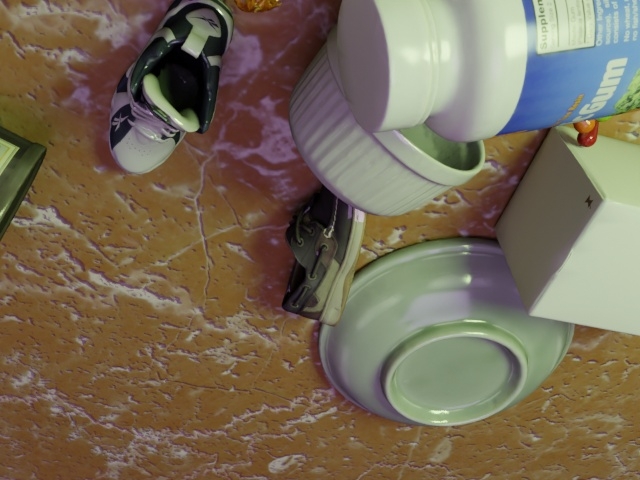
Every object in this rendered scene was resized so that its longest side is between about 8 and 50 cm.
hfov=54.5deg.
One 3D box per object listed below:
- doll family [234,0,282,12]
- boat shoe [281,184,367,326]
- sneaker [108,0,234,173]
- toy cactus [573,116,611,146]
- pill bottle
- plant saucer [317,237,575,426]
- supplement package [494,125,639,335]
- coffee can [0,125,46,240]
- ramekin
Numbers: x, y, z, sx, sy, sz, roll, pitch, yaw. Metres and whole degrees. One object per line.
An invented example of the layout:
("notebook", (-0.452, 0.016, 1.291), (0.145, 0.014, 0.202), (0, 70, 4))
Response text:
("doll family", (-0.087, -0.285, 0.538), (0.118, 0.263, 0.163), (-24, 122, -40))
("boat shoe", (0.000, 0.000, 0.802), (0.093, 0.102, 0.285), (3, 131, -7))
("sneaker", (-0.172, -0.138, 0.656), (0.094, 0.153, 0.235), (33, 119, -22))
("toy cactus", (0.265, -0.218, 0.659), (0.219, 0.112, 0.180), (35, 99, -17))
("pill bottle", (0.159, -0.163, 0.506), (0.272, 0.152, 0.152), (-13, 129, -14))
("plant saucer", (0.198, 0.180, 0.948), (0.401, 0.100, 0.400), (-1, 128, -2))
("supplement package", (0.401, -0.001, 0.767), (0.293, 0.175, 0.177), (12, 127, -11))
("coffee can", (-0.472, -0.079, 0.659), (0.276, 0.201, 0.201), (29, 121, -22))
("ramekin", (0.063, -0.123, 0.651), (0.207, 0.207, 0.109), (33, 129, -24))
